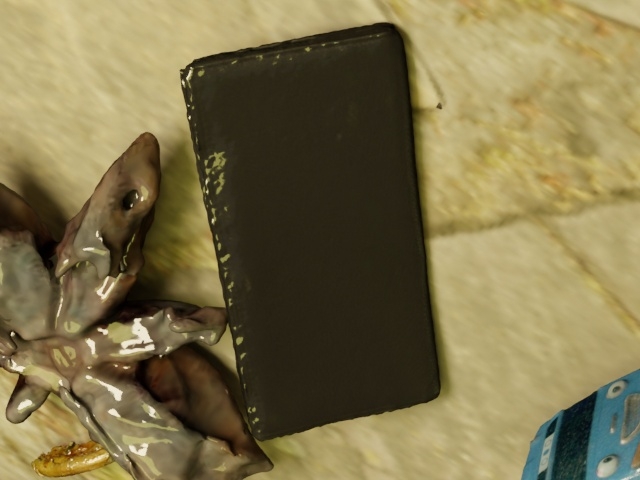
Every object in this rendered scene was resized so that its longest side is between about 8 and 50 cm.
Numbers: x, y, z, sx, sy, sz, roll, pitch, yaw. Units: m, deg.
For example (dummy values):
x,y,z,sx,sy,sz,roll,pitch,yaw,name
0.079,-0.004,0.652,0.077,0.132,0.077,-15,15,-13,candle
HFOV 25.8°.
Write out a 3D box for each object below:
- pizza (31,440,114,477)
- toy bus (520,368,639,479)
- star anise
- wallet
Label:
x,y,z,sx,sy,sz,roll,pitch,yaw,name
-0.168,0.148,0.950,0.083,0.037,0.016,-13,103,37,pizza
0.218,0.193,0.821,0.133,0.116,0.234,-28,110,31,toy bus
-0.153,0.049,0.852,0.198,0.111,0.258,-4,123,18,star anise
0.000,0.000,0.809,0.124,0.025,0.244,-11,115,-5,wallet
